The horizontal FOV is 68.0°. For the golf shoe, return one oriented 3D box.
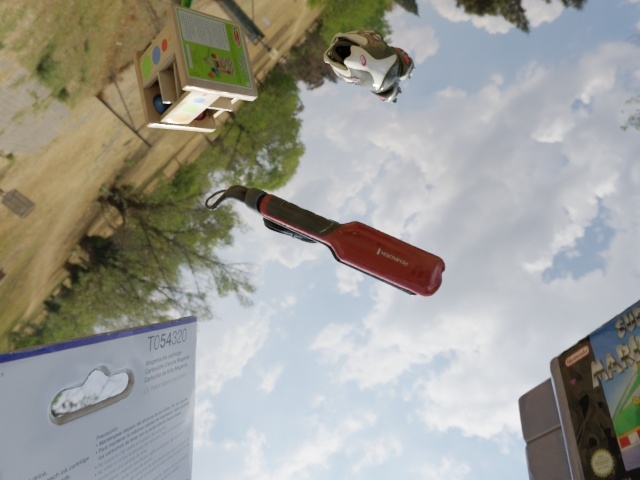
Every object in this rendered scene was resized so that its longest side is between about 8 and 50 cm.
[{"bbox_3d":[0.060,-0.337,0.846,0.105,0.120,0.273,-63,-149,18],"label":"golf shoe"}]

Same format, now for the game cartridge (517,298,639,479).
[{"bbox_3d":[0.191,0.102,0.165,0.355,0.068,0.230,109,-13,-51],"label":"game cartridge"}]

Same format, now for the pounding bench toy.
[{"bbox_3d":[-0.089,-0.123,0.316,0.052,0.083,0.065,-7,171,-44],"label":"pounding bench toy"}]

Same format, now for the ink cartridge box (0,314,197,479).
[{"bbox_3d":[-0.196,0.232,0.348,0.071,0.331,0.324,-1,175,12],"label":"ink cartridge box"}]

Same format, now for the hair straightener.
[{"bbox_3d":[0.000,0.000,0.462,0.089,0.230,0.047,122,-14,-83],"label":"hair straightener"}]
